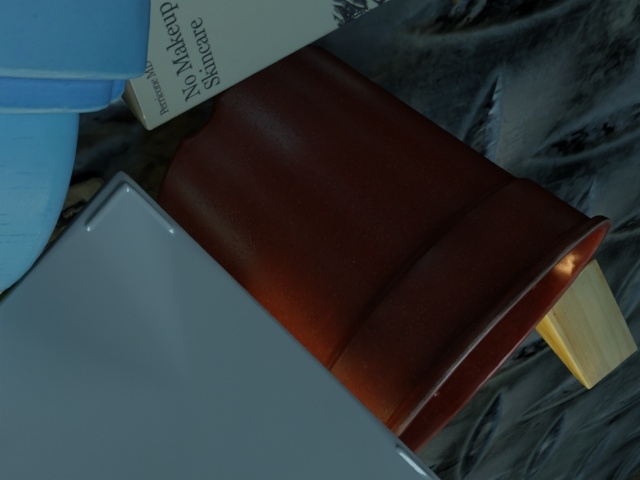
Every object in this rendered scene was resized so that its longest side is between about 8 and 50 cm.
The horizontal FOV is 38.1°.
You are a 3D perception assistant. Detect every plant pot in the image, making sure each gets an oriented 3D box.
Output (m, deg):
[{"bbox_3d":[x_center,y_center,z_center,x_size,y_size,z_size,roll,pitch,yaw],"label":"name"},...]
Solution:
[{"bbox_3d":[0.032,0.004,0.725,0.272,0.265,0.272,-42,161,-17],"label":"plant pot"}]

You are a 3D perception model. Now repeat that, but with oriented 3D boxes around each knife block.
[{"bbox_3d":[0.293,0.058,1.121,0.088,0.275,0.242,-39,177,0],"label":"knife block"}]

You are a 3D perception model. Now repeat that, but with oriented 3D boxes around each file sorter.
[{"bbox_3d":[-0.103,0.145,0.534,0.173,0.277,0.193,-27,-157,45],"label":"file sorter"}]

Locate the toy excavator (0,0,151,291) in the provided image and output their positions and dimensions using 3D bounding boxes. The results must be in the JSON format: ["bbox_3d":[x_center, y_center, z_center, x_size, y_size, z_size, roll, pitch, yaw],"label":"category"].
[{"bbox_3d":[-0.259,-0.026,0.443,0.222,0.433,0.445,-2,104,-44],"label":"toy excavator"}]

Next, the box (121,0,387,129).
[{"bbox_3d":[-0.030,-0.196,0.617,0.275,0.094,0.113,-32,147,-12],"label":"box"}]

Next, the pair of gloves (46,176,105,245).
[{"bbox_3d":[-0.198,0.083,0.665,0.240,0.204,0.042,-37,170,-32],"label":"pair of gloves"}]

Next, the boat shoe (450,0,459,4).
[{"bbox_3d":[0.133,-0.285,0.705,0.073,0.073,0.207,25,113,-14],"label":"boat shoe"}]

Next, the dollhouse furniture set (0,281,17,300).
[{"bbox_3d":[-0.220,0.148,0.688,0.301,0.151,0.197,-38,105,-11],"label":"dollhouse furniture set"}]
